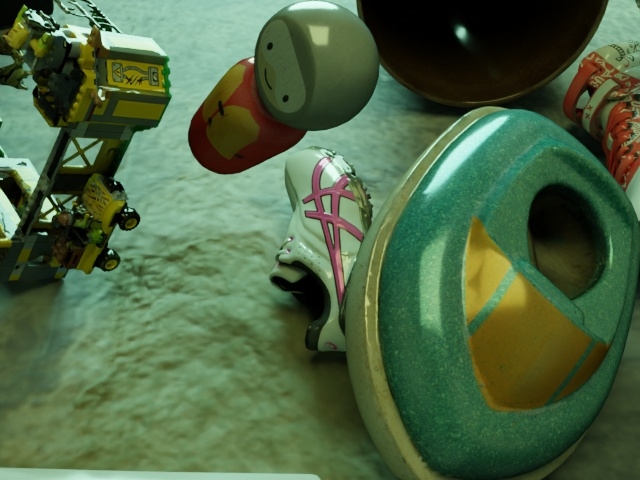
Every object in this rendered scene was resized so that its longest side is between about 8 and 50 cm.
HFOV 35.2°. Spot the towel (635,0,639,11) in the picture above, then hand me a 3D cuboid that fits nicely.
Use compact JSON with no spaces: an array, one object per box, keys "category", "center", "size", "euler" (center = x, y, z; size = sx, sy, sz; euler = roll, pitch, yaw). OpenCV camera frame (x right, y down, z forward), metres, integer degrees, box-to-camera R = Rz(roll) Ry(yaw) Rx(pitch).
[{"category":"towel","center":[0.359,-0.107,0.778],"size":[0.187,0.049,0.282],"euler":[-23,80,-41]}]

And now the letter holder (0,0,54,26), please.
[{"category":"letter holder","center":[-0.430,-0.282,0.911],"size":[0.301,0.152,0.214],"euler":[-21,48,-25]}]

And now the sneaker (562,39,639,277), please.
[{"category":"sneaker","center":[0.250,-0.074,0.807],"size":[0.145,0.090,0.270],"euler":[27,45,22]}]

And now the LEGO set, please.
[{"category":"LEGO set","center":[-0.273,-0.113,0.674],"size":[0.192,0.255,0.331],"euler":[-2,50,-47]}]

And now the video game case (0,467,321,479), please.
[{"category":"video game case","center":[-0.056,0.183,0.467],"size":[0.206,0.026,0.227],"euler":[7,23,-26]}]

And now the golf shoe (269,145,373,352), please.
[{"category":"golf shoe","center":[0.000,0.000,0.720],"size":[0.086,0.067,0.186],"euler":[-12,47,-15]}]

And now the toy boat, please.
[{"category":"toy boat","center":[0.070,-0.005,0.593],"size":[0.318,0.148,0.267],"euler":[37,57,-18]}]

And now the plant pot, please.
[{"category":"plant pot","center":[0.128,-0.265,0.930],"size":[0.215,0.215,0.230],"euler":[1,29,-5]}]
